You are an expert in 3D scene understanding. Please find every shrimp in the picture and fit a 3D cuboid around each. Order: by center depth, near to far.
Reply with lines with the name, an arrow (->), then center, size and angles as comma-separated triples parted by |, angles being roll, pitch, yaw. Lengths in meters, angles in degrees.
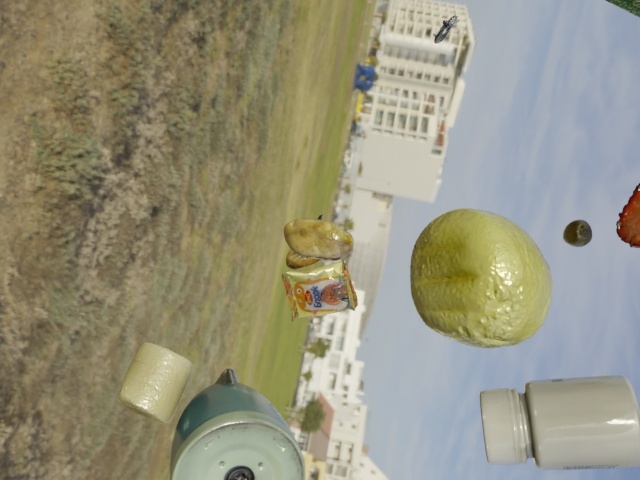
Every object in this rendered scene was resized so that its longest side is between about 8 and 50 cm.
shrimp -> 0.000, 0.000, 2.078 | 0.051, 0.198, 0.262 | 59, 46, -29

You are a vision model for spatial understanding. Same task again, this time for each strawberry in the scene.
strawberry -> 0.737, -0.065, 1.306 | 0.236, 0.111, 0.190 | -48, -139, 44

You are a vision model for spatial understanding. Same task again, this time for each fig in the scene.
fig -> 0.694, -0.016, 1.725 | 0.088, 0.074, 0.073 | 138, -34, -66

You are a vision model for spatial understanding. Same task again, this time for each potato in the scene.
potato -> -0.004, -0.003, 1.500 | 0.080, 0.171, 0.107 | -66, 153, -49

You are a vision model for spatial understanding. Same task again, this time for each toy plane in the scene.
toy plane -> 0.308, -0.523, 1.565 | 0.083, 0.031, 0.078 | -45, -163, 22

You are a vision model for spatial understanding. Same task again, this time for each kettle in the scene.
kettle -> -0.195, 0.449, 1.313 | 0.342, 0.247, 0.319 | -151, -110, -72

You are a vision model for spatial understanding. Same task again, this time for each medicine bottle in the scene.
medicine bottle -> 0.558, 0.432, 1.498 | 0.208, 0.340, 0.208 | -7, 90, -76

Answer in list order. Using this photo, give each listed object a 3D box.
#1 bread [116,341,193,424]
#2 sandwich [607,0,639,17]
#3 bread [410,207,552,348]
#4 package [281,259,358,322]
bread -> -0.359, 0.311, 1.376 | 0.148, 0.134, 0.141 | 108, 3, -64
sandwich -> 0.563, -0.395, 1.006 | 0.245, 0.212, 0.063 | -34, 180, -14
bread -> 0.337, 0.082, 1.393 | 0.320, 0.238, 0.320 | -37, -135, 48
package -> 0.001, 0.087, 1.081 | 0.031, 0.121, 0.107 | -101, 179, -56
